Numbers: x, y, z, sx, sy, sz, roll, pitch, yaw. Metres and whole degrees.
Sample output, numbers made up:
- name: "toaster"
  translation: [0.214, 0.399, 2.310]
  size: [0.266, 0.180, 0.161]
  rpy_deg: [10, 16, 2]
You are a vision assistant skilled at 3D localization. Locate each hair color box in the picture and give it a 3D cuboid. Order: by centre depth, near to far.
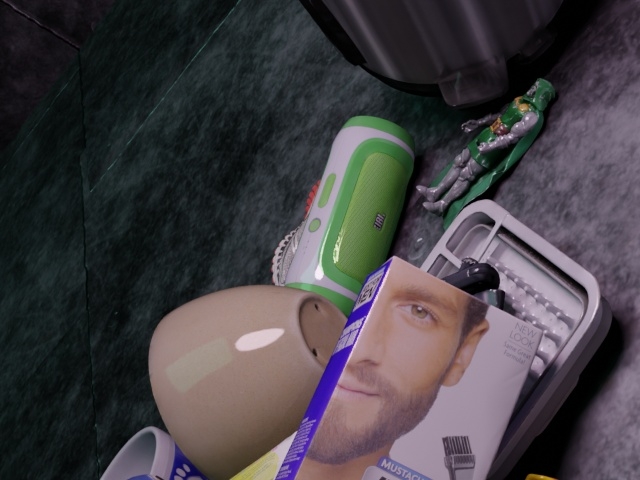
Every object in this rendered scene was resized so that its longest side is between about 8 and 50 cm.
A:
- name: "hair color box"
  translation: [0.077, 0.210, 1.340]
  size: [0.339, 0.185, 0.110]
  rpy_deg: [-65, 6, -19]

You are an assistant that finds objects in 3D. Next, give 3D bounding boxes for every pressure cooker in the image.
- name: "pressure cooker"
  translation: [0.156, -0.397, 1.758]
  size: [0.375, 0.420, 0.370]
  rpy_deg: [27, 79, 29]

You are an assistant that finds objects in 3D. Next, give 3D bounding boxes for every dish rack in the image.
- name: "dish rack"
  translation: [0.197, 0.124, 1.534]
  size: [0.286, 0.072, 0.333]
  rpy_deg: [-55, 28, 6]

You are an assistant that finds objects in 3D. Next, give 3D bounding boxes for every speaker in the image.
- name: "speaker"
  translation: [0.043, -0.025, 1.860]
  size: [0.131, 0.131, 0.297]
  rpy_deg: [-12, 54, 55]

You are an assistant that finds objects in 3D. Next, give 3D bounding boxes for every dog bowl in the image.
- name: "dog bowl"
  translation: [-0.270, 0.417, 1.935]
  size: [0.265, 0.104, 0.265]
  rpy_deg: [-50, 20, 25]

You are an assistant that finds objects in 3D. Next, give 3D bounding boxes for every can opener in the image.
- name: "can opener"
  translation: [0.143, 0.070, 1.537]
  size: [0.186, 0.059, 0.073]
  rpy_deg: [-22, 47, 48]

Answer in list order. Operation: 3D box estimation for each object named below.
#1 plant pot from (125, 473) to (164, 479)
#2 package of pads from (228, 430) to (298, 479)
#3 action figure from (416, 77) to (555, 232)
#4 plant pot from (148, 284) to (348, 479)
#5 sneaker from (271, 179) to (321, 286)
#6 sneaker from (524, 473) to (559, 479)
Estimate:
- name: "plant pot"
  translation: [-0.195, 0.454, 1.700]
  size: [0.212, 0.236, 0.236]
  rpy_deg: [-55, 27, -5]
- name: "package of pads"
  translation: [-0.023, 0.347, 1.512]
  size: [0.296, 0.229, 0.101]
  rpy_deg: [-39, 34, 33]
- name: "action figure"
  translation: [0.227, -0.127, 1.743]
  size: [0.232, 0.063, 0.137]
  rpy_deg: [-46, 27, 17]
- name: "plant pot"
  translation: [-0.056, 0.168, 1.697]
  size: [0.191, 0.284, 0.284]
  rpy_deg: [-34, 37, 29]
- name: "sneaker"
  translation: [0.000, 0.000, 1.958]
  size: [0.092, 0.088, 0.225]
  rpy_deg: [1, 65, 57]
- name: "sneaker"
  translation: [0.260, 0.279, 1.287]
  size: [0.175, 0.067, 0.064]
  rpy_deg: [8, 69, 59]
